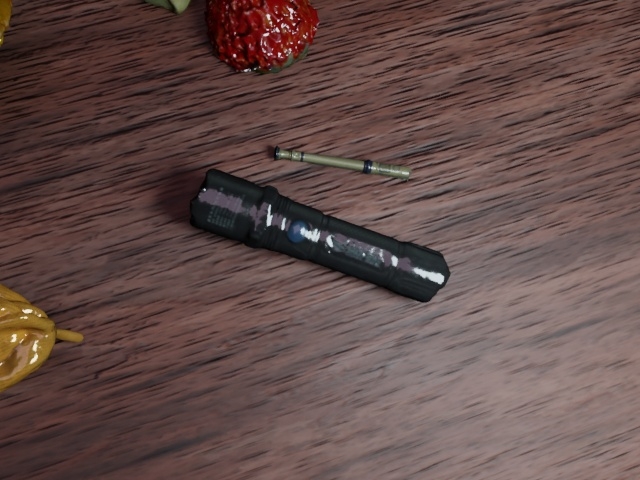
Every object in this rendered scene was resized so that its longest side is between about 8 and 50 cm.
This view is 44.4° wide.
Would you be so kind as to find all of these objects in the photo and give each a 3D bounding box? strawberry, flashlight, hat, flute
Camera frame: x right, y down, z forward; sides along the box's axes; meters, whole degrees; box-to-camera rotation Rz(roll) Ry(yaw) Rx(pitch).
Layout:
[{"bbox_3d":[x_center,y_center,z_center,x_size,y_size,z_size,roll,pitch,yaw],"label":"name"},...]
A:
[{"bbox_3d":[-0.109,-0.396,1.289,0.190,0.111,0.236,-28,85,-9],"label":"strawberry"},{"bbox_3d":[0.000,0.000,1.250,0.424,0.103,0.103,20,78,-6],"label":"flashlight"},{"bbox_3d":[-0.465,0.131,1.147,0.233,0.244,0.233,9,108,-33],"label":"hat"},{"bbox_3d":[0.038,-0.129,1.310,0.233,0.027,0.027,8,80,-7],"label":"flute"}]

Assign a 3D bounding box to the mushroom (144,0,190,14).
[{"bbox_3d":[-0.327,-0.527,1.242,0.292,0.212,0.217,19,86,2],"label":"mushroom"}]

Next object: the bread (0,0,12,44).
[{"bbox_3d":[-0.608,-0.317,1.106,0.337,0.204,0.358,-1,52,-16],"label":"bread"}]
